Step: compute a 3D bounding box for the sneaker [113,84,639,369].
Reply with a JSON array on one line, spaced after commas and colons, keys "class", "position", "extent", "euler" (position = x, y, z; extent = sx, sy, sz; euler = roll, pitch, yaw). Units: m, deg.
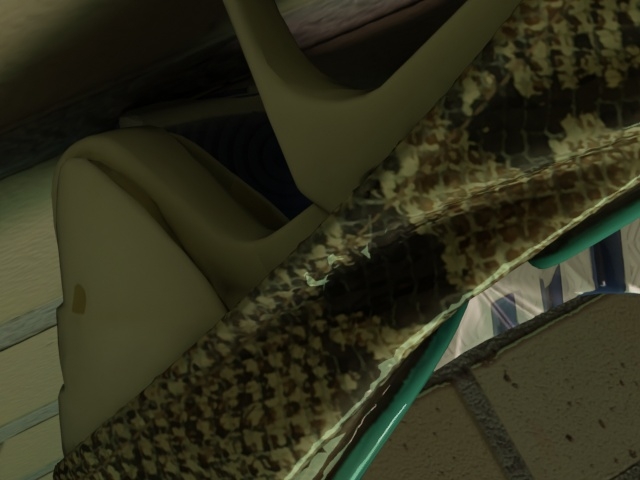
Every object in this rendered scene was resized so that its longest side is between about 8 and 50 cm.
[{"class": "sneaker", "position": [0.047, -0.018, 0.817], "extent": [0.315, 0.128, 0.182], "euler": [-7, -172, -22]}]

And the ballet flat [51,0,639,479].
[{"class": "ballet flat", "position": [0.022, -0.025, 0.589], "extent": [0.483, 0.182, 0.164], "euler": [-46, -178, 25]}]
